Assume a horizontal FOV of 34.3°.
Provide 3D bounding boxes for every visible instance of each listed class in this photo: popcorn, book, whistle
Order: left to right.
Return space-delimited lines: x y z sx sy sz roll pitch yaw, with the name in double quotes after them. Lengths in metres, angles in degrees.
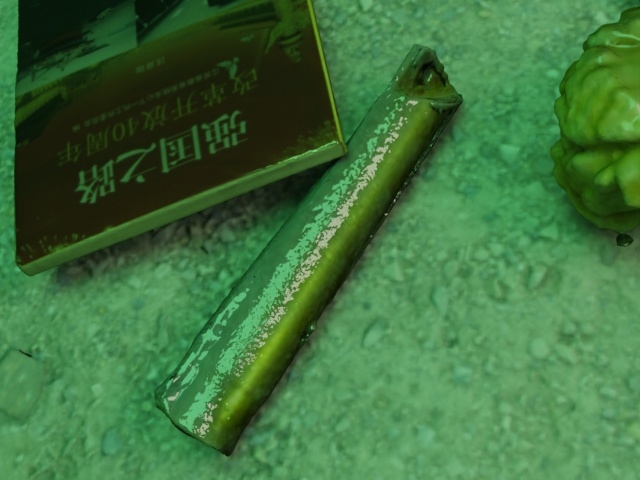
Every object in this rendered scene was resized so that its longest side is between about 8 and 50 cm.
-0.132 -0.168 0.844 0.263 0.028 0.374 -20 54 12 "book"
0.001 0.000 0.732 0.057 0.068 0.326 24 73 39 "whistle"
0.246 -0.074 0.644 0.195 0.173 0.168 22 29 30 "popcorn"
